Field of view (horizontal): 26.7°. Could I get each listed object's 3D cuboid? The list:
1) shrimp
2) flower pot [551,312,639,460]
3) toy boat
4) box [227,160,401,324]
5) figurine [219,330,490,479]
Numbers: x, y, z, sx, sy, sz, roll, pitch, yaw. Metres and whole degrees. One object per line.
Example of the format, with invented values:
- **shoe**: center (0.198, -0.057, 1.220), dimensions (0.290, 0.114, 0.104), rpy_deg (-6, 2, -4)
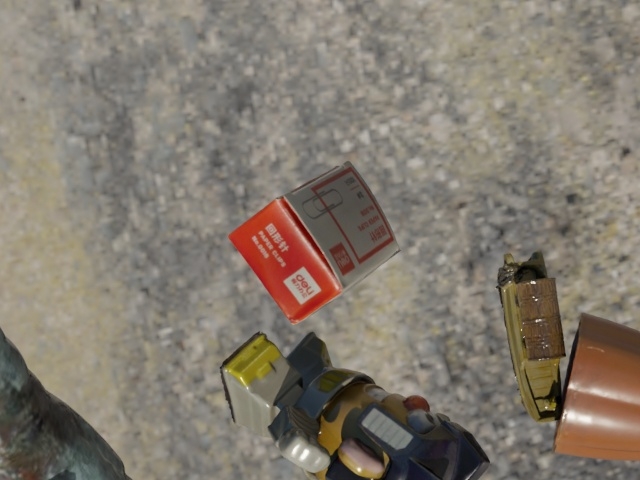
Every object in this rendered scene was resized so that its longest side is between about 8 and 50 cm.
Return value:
- **shrimp**: center (-0.202, 0.145, 0.810), dimensions (0.221, 0.166, 0.410), rpy_deg (-103, -4, -58)
- **flower pot**: center (0.401, 0.201, 1.748), dimensions (0.173, 0.190, 0.190), rpy_deg (11, 116, 11)
- **toy boat**: center (0.282, 0.125, 1.769), dimensions (0.088, 0.068, 0.226), rpy_deg (161, 102, -71)
- **box**: center (0.000, 0.000, 1.558), dimensions (0.099, 0.182, 0.133), rpy_deg (-35, 87, 30)
- **figurine**: center (0.042, 0.210, 1.458), dimensions (0.308, 0.308, 0.143), rpy_deg (43, 128, 41)
